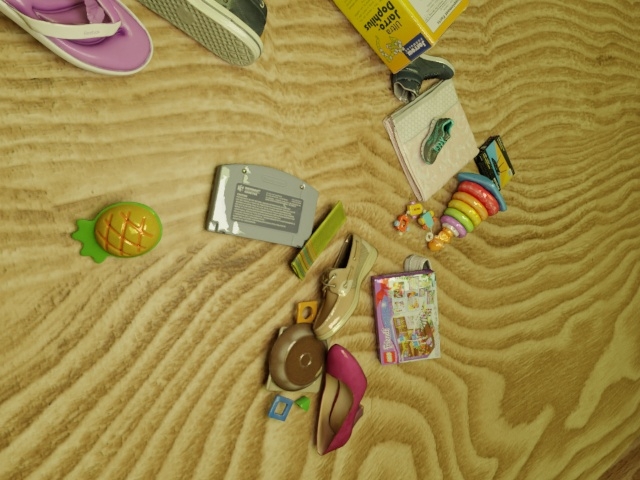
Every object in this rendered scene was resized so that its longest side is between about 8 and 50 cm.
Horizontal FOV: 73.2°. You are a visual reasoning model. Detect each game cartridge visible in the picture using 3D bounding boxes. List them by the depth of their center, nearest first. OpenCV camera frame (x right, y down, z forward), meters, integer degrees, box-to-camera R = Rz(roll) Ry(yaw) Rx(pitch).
[{"bbox_3d":[-0.146,-0.095,1.147,0.294,0.060,0.196,12,92,-33],"label":"game cartridge"}]

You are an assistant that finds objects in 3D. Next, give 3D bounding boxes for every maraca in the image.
[{"bbox_3d":[-0.442,-0.016,0.944,0.185,0.099,0.127,-17,108,-4],"label":"maraca"}]

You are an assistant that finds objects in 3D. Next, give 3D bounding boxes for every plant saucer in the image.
[{"bbox_3d":[-0.049,0.331,1.208,0.198,0.036,0.199,-4,97,-35],"label":"plant saucer"}]

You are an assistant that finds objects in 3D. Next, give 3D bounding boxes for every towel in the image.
[{"bbox_3d":[0.000,0.000,1.236,0.237,0.021,0.102,-53,156,-17],"label":"towel"},{"bbox_3d":[0.390,-0.347,1.464,0.332,0.053,0.317,-39,114,-22],"label":"towel"}]

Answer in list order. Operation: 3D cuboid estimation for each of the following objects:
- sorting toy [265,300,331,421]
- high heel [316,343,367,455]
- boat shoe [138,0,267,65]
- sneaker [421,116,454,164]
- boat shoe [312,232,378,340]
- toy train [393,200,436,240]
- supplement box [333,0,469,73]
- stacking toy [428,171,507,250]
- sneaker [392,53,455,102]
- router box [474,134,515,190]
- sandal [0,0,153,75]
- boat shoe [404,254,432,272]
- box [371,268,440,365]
[{"bbox_3d":[-0.065,0.342,1.250,0.196,0.047,0.348,16,86,-37],"label":"sorting toy"},{"bbox_3d":[0.042,0.466,1.235,0.181,0.127,0.377,-39,131,-33],"label":"high heel"},{"bbox_3d":[-0.315,-0.587,0.919,0.500,0.186,0.156,29,74,-36],"label":"boat shoe"},{"bbox_3d":[0.378,-0.324,1.384,0.065,0.076,0.167,20,85,-30],"label":"sneaker"},{"bbox_3d":[0.052,0.127,1.251,0.110,0.121,0.341,41,55,-17],"label":"boat shoe"},{"bbox_3d":[0.313,-0.063,1.450,0.166,0.046,0.125,19,86,-29],"label":"toy train"},{"bbox_3d":[0.192,-0.686,1.181,0.356,0.195,0.194,45,71,-15],"label":"supplement box"},{"bbox_3d":[0.486,-0.074,1.508,0.302,0.175,0.166,-48,126,-5],"label":"stacking toy"},{"bbox_3d":[0.326,-0.507,1.373,0.226,0.086,0.163,9,80,-21],"label":"sneaker"},{"bbox_3d":[0.663,-0.290,1.646,0.133,0.046,0.179,-45,116,-21],"label":"router box"},{"bbox_3d":[-0.477,-0.438,0.790,0.416,0.102,0.169,19,85,-57],"label":"sandal"},{"bbox_3d":[0.355,0.179,1.473,0.096,0.088,0.268,-14,102,-31],"label":"boat shoe"},{"bbox_3d":[0.278,0.248,1.402,0.200,0.057,0.293,-6,100,-5],"label":"box"}]
